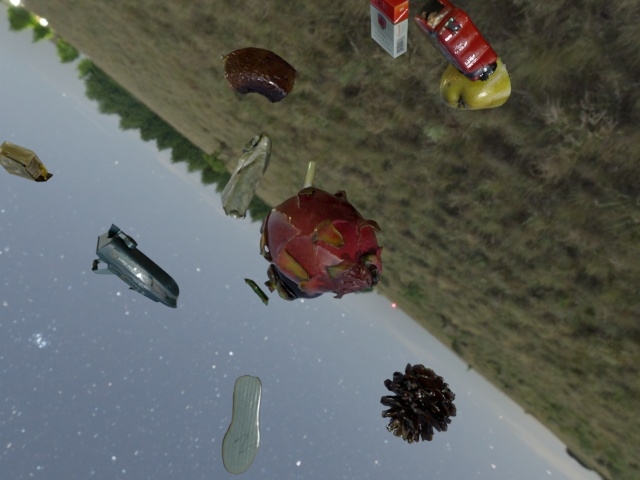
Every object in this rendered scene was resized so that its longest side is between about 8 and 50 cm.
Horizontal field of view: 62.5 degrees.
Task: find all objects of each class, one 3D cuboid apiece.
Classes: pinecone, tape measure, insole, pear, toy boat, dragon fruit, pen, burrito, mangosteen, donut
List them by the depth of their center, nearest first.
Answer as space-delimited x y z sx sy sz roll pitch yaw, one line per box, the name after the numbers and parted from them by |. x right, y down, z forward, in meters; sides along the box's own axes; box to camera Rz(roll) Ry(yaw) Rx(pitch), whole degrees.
-0.132 0.316 0.898 0.064 0.188 0.004 7 -169 -8 | insole
0.167 0.292 0.933 0.140 0.121 0.140 26 137 28 | pinecone
-0.410 0.076 1.185 0.246 0.103 0.093 48 180 -29 | toy boat
-0.002 -0.002 1.209 0.250 0.250 0.315 39 -174 -39 | dragon fruit
-0.182 -0.478 1.521 0.187 0.144 0.126 29 -135 -37 | donut
-0.052 -0.122 1.556 0.032 0.233 0.040 13 -176 -24 | pen
0.404 -0.628 1.628 0.253 0.114 0.260 30 -158 -43 | tape measure
-0.253 -0.207 1.775 0.107 0.347 0.175 22 159 -14 | burrito
0.494 -0.526 1.800 0.267 0.178 0.267 50 164 20 | pear
-0.084 0.111 2.053 0.288 0.287 0.233 39 160 15 | mangosteen

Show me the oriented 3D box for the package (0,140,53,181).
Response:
-0.640 -0.159 1.145 0.071 0.047 0.131 18 161 -5 | package

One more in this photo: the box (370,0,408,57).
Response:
0.164 -0.529 1.266 0.100 0.048 0.152 51 171 26 | box

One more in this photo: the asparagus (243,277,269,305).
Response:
-0.186 0.148 1.557 0.108 0.021 0.025 49 -179 -4 | asparagus
